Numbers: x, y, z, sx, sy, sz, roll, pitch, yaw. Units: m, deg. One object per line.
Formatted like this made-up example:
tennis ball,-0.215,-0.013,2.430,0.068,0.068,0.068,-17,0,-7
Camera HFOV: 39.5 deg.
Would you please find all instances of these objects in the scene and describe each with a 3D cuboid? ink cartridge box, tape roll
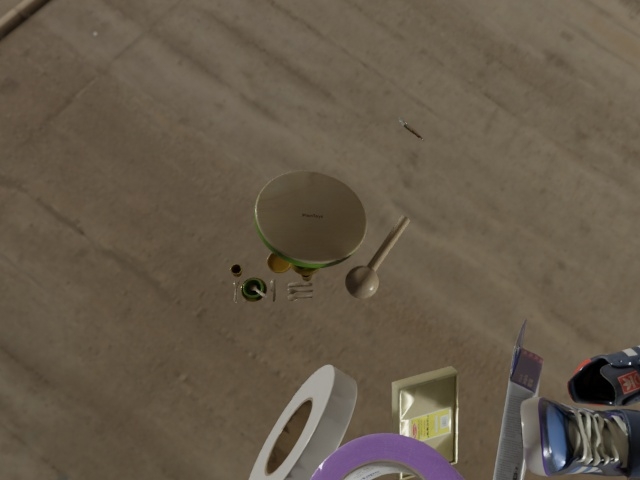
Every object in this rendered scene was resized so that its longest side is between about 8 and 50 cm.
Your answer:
ink cartridge box,0.449,0.366,1.984,0.072,0.324,0.329,11,-81,16
tape roll,0.108,0.448,1.398,0.275,0.274,0.090,22,-14,28
tape roll,-0.048,0.473,2.085,0.072,0.392,0.392,33,-28,-7

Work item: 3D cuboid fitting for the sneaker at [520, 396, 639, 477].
sneaker,0.474,0.322,1.461,0.236,0.130,0.323,-9,-22,25

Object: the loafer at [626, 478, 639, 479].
loafer,0.724,0.623,2.092,0.095,0.303,0.109,18,-75,34

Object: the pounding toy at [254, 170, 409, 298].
pounding toy,0.000,0.000,1.452,0.237,0.183,0.110,27,-36,5

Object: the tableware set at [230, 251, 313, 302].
tableware set,-0.087,0.061,1.617,0.154,0.104,0.024,-3,-27,3

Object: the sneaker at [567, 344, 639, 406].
sneaker,0.649,0.264,1.762,0.350,0.148,0.131,-29,-102,42

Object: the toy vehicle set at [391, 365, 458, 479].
toy vehicle set,0.257,0.449,2.179,0.035,0.166,0.266,-140,-136,-60

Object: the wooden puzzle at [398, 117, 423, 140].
wooden puzzle,0.184,-0.230,1.832,0.049,0.006,0.083,35,14,-22
